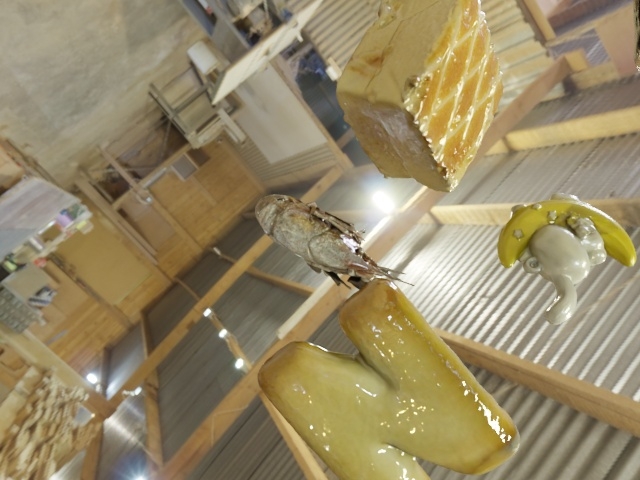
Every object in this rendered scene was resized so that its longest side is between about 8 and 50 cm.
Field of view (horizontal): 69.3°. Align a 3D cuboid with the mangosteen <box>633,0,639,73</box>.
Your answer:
[{"bbox_3d":[0.381,-0.204,0.313,0.287,0.288,0.233,-28,165,37],"label":"mangosteen"}]

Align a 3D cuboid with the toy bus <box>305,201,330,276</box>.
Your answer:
[{"bbox_3d":[0.000,0.000,1.028,0.057,0.172,0.072,-23,-144,3],"label":"toy bus"}]

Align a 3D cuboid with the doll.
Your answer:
[{"bbox_3d":[0.469,0.016,0.911,0.237,0.111,0.252,-23,-124,-9],"label":"doll"}]

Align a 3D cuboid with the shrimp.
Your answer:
[{"bbox_3d":[0.024,0.013,0.866,0.116,0.343,0.145,-59,165,5],"label":"shrimp"}]

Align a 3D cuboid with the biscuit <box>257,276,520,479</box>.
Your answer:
[{"bbox_3d":[0.084,0.216,0.597,0.237,0.291,0.062,-37,-175,14],"label":"biscuit"}]

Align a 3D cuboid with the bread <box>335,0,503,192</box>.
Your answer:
[{"bbox_3d":[0.258,-0.379,1.180,0.279,0.371,0.390,13,-110,41],"label":"bread"}]
